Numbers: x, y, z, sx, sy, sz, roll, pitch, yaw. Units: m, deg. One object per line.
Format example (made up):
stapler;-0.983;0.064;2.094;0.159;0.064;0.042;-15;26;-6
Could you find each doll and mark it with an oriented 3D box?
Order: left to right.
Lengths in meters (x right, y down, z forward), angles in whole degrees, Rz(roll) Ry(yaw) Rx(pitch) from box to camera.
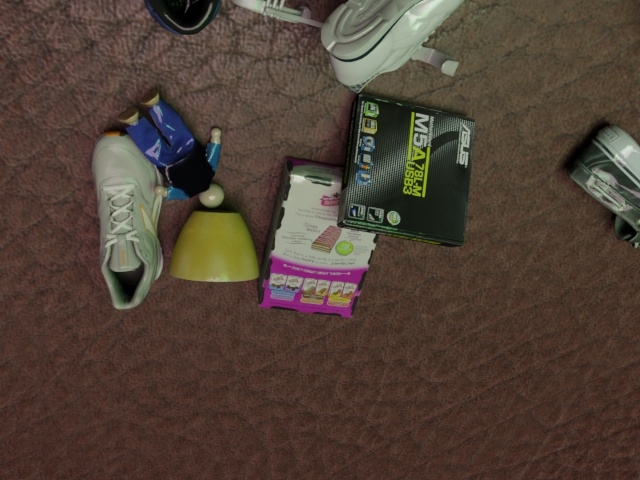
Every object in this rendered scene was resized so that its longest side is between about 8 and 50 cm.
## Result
doll;-0.192;-0.118;0.867;0.129;0.046;0.189;-44;127;-15

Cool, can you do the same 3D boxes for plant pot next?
plant pot;-0.155;0.004;0.916;0.134;0.134;0.095;3;95;-10

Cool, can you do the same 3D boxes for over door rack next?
over door rack;0.068;-0.361;0.754;0.324;0.108;0.240;7;120;-29

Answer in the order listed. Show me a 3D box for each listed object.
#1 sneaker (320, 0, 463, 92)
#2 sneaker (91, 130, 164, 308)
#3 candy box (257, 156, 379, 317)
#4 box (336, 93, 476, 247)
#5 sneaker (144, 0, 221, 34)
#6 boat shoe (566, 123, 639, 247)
sneaker;0.107;-0.270;0.723;0.235;0.090;0.095;-35;148;1
sneaker;-0.272;-0.021;0.876;0.099;0.121;0.263;-4;119;-6
candy box;0.000;0.000;0.958;0.159;0.071;0.234;9;118;-15
box;0.125;-0.097;0.881;0.184;0.045;0.191;10;81;-12
sneaker;-0.150;-0.364;0.656;0.127;0.182;0.316;-9;122;-12
boat shoe;0.528;-0.047;1.001;0.335;0.121;0.119;39;116;-15
